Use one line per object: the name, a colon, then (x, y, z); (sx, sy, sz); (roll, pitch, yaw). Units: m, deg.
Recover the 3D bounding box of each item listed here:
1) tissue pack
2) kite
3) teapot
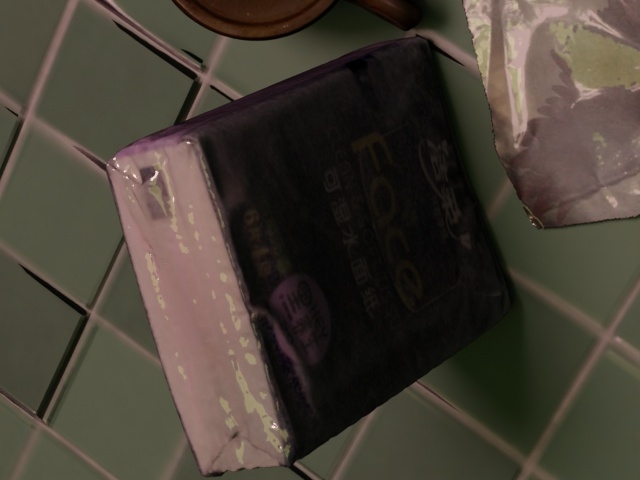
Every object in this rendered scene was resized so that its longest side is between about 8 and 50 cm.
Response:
tissue pack: (0.000, 0.000, 0.685); (0.051, 0.156, 0.112); (-11, 101, 34)
kite: (0.075, -0.150, 0.680); (0.169, 0.015, 0.310); (-30, 91, 33)
teapot: (-0.017, -0.107, 0.715); (0.121, 0.068, 0.076); (27, 97, -6)
